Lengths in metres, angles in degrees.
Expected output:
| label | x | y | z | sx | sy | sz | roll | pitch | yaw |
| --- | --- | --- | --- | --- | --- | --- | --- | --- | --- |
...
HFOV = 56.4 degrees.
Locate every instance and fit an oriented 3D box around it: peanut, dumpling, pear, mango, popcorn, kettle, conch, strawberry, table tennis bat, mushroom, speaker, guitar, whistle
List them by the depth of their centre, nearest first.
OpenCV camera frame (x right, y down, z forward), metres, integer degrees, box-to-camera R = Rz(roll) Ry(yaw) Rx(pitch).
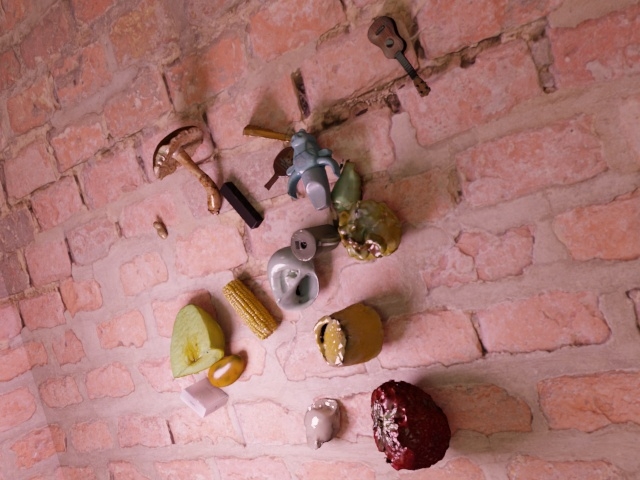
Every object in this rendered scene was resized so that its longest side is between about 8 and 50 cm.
| label | x | y | z | sx | sy | sz | roll | pitch | yaw |
| --- | --- | --- | --- | --- | --- | --- | --- | --- | --- |
| guitar | 0.230 | -0.508 | 1.666 | 0.084 | 0.038 | 0.271 | -41 | 74 | 34 |
| popcorn | 0.145 | -0.023 | 1.742 | 0.197 | 0.212 | 0.198 | 3 | 121 | 4 |
| strawberry | 0.271 | 0.553 | 1.777 | 0.274 | 0.220 | 0.274 | 174 | 90 | -71 |
| conch | 0.088 | -0.161 | 1.821 | 0.105 | 0.079 | 0.170 | 18 | 107 | 15 |
| whistle | -0.026 | -0.224 | 1.843 | 0.186 | 0.093 | 0.274 | -25 | 72 | 29 |
| kettle | -0.004 | -0.004 | 1.868 | 0.127 | 0.148 | 0.098 | -41 | 75 | 34 |
| conch | -0.085 | 0.122 | 1.965 | 0.184 | 0.121 | 0.221 | 15 | 115 | 27 |
| table tennis bat | -0.102 | -0.215 | 1.971 | 0.170 | 0.119 | 0.107 | -50 | 56 | -1 |
| dumpling | -0.008 | 0.622 | 2.048 | 0.150 | 0.092 | 0.177 | 27 | 120 | 42 |
| speaker | -0.278 | -0.123 | 2.090 | 0.191 | 0.040 | 0.046 | 49 | 124 | 15 |
| mushroom | -0.440 | -0.273 | 2.111 | 0.233 | 0.301 | 0.208 | -44 | 33 | 35 |
| mango | -0.348 | 0.489 | 2.233 | 0.163 | 0.111 | 0.089 | -28 | 43 | 17 |
| pear | -0.467 | 0.363 | 2.272 | 0.288 | 0.139 | 0.239 | -41 | 63 | 36 |
| peanut | -0.629 | -0.041 | 2.346 | 0.037 | 0.037 | 0.083 | -42 | 78 | 33 |

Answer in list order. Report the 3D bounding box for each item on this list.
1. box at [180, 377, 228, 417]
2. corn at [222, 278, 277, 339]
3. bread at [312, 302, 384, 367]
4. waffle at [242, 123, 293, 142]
| label | x | y | z | sx | sy | sz | roll | pitch | yaw |
| --- | --- | --- | --- | --- | --- | --- | --- | --- | --- |
| box | -0.449 | 0.605 | 2.307 | 0.130 | 0.129 | 0.051 | 32 | 116 | 24 |
| corn | -0.252 | 0.243 | 2.120 | 0.244 | 0.093 | 0.093 | 47 | 121 | 16 |
| bread | 0.089 | 0.297 | 1.855 | 0.197 | 0.170 | 0.197 | 5 | 97 | 45 |
| waffle | -0.158 | -0.352 | 1.981 | 0.190 | 0.125 | 0.032 | 9 | 105 | -3 |
